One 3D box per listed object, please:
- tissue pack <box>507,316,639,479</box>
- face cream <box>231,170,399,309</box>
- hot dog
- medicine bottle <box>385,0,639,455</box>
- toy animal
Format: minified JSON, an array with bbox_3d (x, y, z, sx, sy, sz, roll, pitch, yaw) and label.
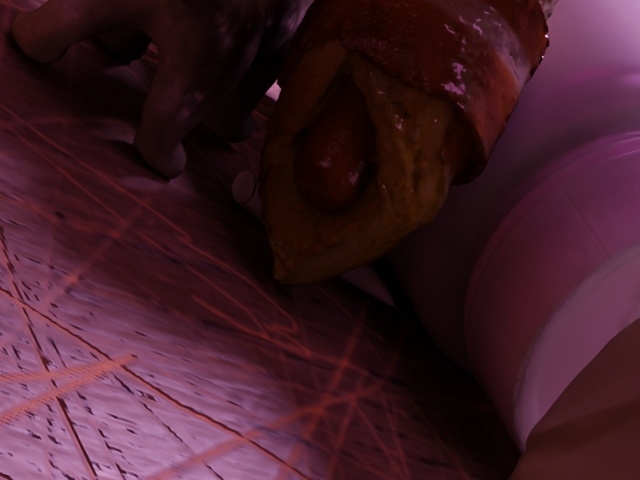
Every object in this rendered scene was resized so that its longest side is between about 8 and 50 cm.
[{"bbox_3d":[0.267,0.161,0.677,0.297,0.207,0.380,47,-7,-19],"label":"tissue pack"},{"bbox_3d":[0.000,0.000,1.012,0.115,0.020,0.038,34,18,-31],"label":"face cream"},{"bbox_3d":[0.043,-0.095,0.945,0.123,0.261,0.093,15,-22,35],"label":"hot dog"},{"bbox_3d":[0.128,-0.043,1.076,0.213,0.213,0.378,31,19,-34],"label":"medicine bottle"},{"bbox_3d":[-0.052,-0.136,0.994,0.121,0.168,0.233,43,30,2],"label":"toy animal"}]
